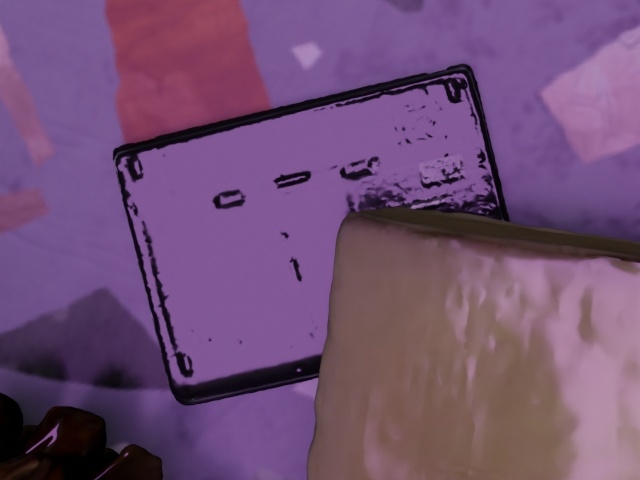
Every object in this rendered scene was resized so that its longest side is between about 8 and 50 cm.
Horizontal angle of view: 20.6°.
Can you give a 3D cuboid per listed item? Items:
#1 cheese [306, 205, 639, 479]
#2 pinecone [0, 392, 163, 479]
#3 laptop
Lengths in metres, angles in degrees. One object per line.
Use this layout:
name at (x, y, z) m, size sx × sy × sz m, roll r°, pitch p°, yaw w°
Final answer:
cheese at (0.119, 0.129, 0.888) m, size 0.243 × 0.124 × 0.265 m, roll 9°, pitch 96°, yaw 17°
pinecone at (-0.167, 0.187, 0.916) m, size 0.229 × 0.201 × 0.202 m, roll -25°, pitch 121°, yaw -22°
laptop at (0.000, 0.000, 0.966) m, size 0.207 × 0.026 × 0.153 m, roll -13°, pitch 93°, yaw 6°
